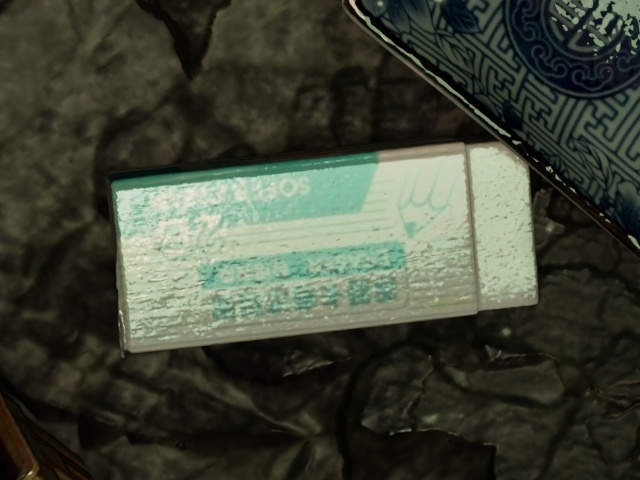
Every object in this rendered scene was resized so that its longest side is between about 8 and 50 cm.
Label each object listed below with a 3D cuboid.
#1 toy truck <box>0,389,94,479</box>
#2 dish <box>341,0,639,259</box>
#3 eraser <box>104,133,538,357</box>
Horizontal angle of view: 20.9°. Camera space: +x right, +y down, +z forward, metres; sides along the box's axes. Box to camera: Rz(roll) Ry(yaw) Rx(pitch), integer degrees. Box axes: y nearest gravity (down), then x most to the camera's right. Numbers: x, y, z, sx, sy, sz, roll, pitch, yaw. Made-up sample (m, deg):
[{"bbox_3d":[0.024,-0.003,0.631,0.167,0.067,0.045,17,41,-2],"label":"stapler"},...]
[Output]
[{"bbox_3d":[-0.222,0.252,0.908,0.184,0.133,0.338,41,90,-30],"label":"toy truck"},{"bbox_3d":[0.148,-0.120,0.916,0.243,0.080,0.182,38,90,-10],"label":"dish"},{"bbox_3d":[0.000,0.000,0.931,0.225,0.052,0.095,-6,99,-7],"label":"eraser"}]
